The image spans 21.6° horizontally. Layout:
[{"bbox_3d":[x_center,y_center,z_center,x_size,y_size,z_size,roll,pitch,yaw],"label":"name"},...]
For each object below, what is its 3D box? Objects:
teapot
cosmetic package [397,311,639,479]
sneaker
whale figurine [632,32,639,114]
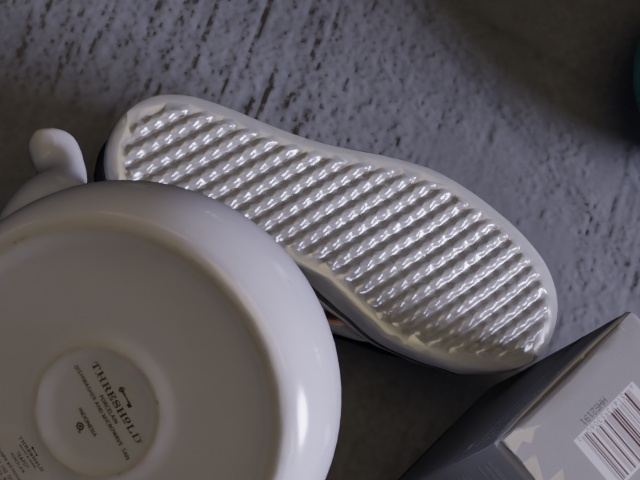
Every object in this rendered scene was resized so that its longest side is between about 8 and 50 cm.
[{"bbox_3d":[-0.092,0.084,0.957,0.252,0.187,0.256,12,98,12],"label":"teapot"},{"bbox_3d":[0.142,0.142,1.062,0.127,0.238,0.107,-42,90,-23],"label":"cosmetic package"},{"bbox_3d":[0.000,0.000,1.127,0.321,0.127,0.126,25,72,-11],"label":"sneaker"},{"bbox_3d":[0.340,-0.130,1.259,0.272,0.141,0.216,-25,82,-43],"label":"whale figurine"}]
